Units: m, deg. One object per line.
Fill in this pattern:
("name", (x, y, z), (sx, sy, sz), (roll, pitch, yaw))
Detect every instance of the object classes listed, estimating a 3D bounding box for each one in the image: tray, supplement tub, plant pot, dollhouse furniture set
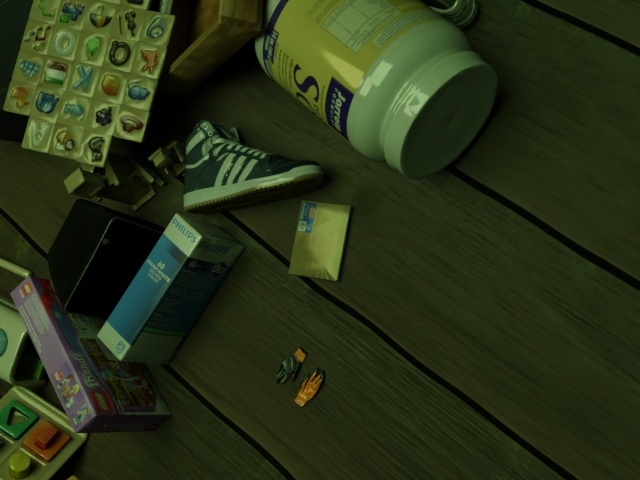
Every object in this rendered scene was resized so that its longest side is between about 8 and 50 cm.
("tray", (-0.192, -0.393, 1.641), (0.411, 0.076, 0.203), (167, 109, -65))
("supplement tub", (0.084, -0.271, 1.500), (0.331, 0.241, 0.241), (43, 103, 28))
("plant pot", (-0.381, 0.027, 1.748), (0.167, 0.188, 0.187), (35, 99, 40))
("dollhouse furniture set", (-0.354, -0.153, 1.755), (0.161, 0.182, 0.101), (-37, 66, 19))

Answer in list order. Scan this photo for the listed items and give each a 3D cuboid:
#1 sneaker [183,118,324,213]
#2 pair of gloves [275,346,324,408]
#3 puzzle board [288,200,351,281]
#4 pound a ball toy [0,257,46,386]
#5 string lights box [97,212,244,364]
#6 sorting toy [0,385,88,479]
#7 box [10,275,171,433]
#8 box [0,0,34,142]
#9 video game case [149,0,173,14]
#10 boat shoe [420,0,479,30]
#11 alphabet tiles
("sneaker", (-0.125, -0.143, 1.676), (0.282, 0.099, 0.153), (-11, 78, 30))
("pair of gloves", (-0.035, 0.227, 1.611), (0.083, 0.010, 0.074), (44, 103, 28))
("puzzle board", (0.000, 0.000, 1.632), (0.096, 0.011, 0.128), (8, 84, 31))
("pound a ball toy", (-0.653, 0.130, 1.898), (0.319, 0.136, 0.208), (21, 92, 30))
("string lights box", (-0.258, 0.089, 1.687), (0.077, 0.133, 0.260), (39, 100, 29))
("sorting toy", (-0.549, 0.368, 1.763), (0.347, 0.196, 0.047), (30, 141, 12))
("box", (-0.403, 0.201, 1.710), (0.057, 0.201, 0.293), (-41, 64, 17))
("box", (-0.562, -0.401, 1.896), (0.343, 0.179, 0.312), (-20, 78, 26))
("video game case", (-0.300, -0.438, 1.786), (0.190, 0.022, 0.173), (-128, 49, -60))
("boat shoe", (0.146, -0.432, 1.584), (0.258, 0.084, 0.095), (34, 99, 29))
("alphabet tiles", (-0.408, -0.309, 1.707), (0.285, 0.011, 0.342), (14, 87, 17))
